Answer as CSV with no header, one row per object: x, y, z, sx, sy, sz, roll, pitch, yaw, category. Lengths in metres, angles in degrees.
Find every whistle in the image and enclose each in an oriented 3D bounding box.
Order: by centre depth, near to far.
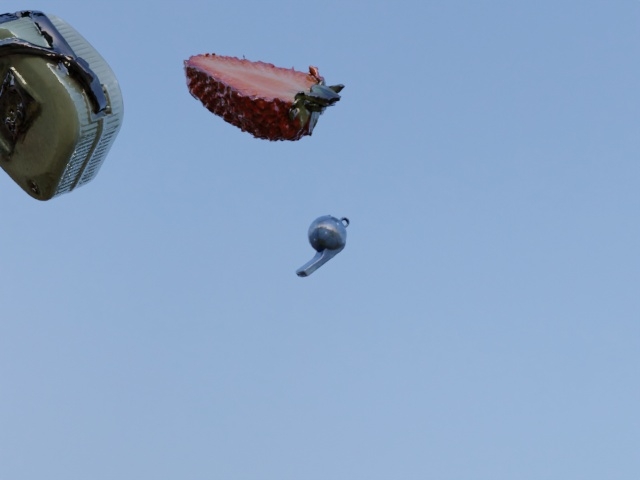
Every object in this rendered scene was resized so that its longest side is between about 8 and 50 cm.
0.000,0.000,1.995,0.090,0.158,0.090,44,-23,24,whistle

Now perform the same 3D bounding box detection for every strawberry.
-0.101,-0.241,1.675,0.286,0.188,0.106,17,-60,16,strawberry

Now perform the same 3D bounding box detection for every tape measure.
-0.358,-0.183,1.164,0.235,0.115,0.207,45,-48,9,tape measure
